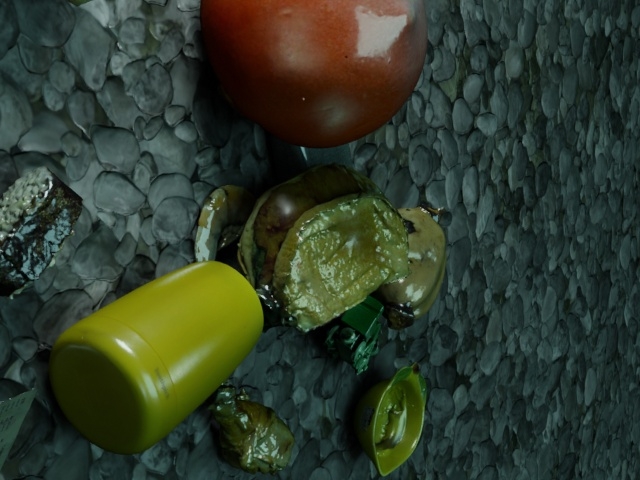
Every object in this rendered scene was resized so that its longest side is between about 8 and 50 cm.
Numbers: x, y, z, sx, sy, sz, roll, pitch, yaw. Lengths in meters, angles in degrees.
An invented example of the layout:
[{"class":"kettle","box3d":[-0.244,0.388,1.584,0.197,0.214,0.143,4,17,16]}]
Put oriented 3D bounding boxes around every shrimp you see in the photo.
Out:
[{"class":"shrimp","box3d":[-0.116,0.026,1.547,0.150,0.051,0.217,-50,124,-34]}]

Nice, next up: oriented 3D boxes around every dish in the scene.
[{"class":"dish","box3d":[0.113,0.310,1.869,0.149,0.080,0.208,38,65,-45]}]

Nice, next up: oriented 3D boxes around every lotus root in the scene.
[{"class":"lotus root","box3d":[0.143,0.037,1.811,0.257,0.140,0.154,-73,154,-42]}]

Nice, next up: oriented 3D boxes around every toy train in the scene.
[{"class":"toy train","box3d":[0.061,0.157,1.739,0.105,0.071,0.178,-57,166,-13]}]

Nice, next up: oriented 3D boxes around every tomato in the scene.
[{"class":"tomato","box3d":[0.000,-0.287,1.437,0.321,0.321,0.322,-10,102,-53]}]

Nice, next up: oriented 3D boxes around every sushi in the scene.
[{"class":"sushi","box3d":[-0.337,-0.010,1.197,0.078,0.090,0.150,53,55,-39]}]

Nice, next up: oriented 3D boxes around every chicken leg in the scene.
[{"class":"chicken leg","box3d":[-0.113,0.278,1.547,0.103,0.088,0.228,-56,140,-15]}]

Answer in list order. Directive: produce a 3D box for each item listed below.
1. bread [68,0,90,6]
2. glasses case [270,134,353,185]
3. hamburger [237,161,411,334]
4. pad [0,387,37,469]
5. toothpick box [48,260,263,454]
[{"class":"bread","box3d":[-0.336,-0.401,1.093,0.338,0.155,0.187,26,65,-50]},{"class":"glasses case","box3d":[0.000,-0.043,1.671,0.131,0.074,0.323,-31,119,-46]},{"class":"hamburger","box3d":[0.000,0.000,1.529,0.308,0.132,0.211,-24,111,-38]},{"class":"pad","box3d":[-0.390,0.264,1.089,0.159,0.009,0.265,-21,149,-50]},{"class":"toothpick box","box3d":[-0.195,0.134,1.344,0.271,0.175,0.175,-36,123,-50]}]
